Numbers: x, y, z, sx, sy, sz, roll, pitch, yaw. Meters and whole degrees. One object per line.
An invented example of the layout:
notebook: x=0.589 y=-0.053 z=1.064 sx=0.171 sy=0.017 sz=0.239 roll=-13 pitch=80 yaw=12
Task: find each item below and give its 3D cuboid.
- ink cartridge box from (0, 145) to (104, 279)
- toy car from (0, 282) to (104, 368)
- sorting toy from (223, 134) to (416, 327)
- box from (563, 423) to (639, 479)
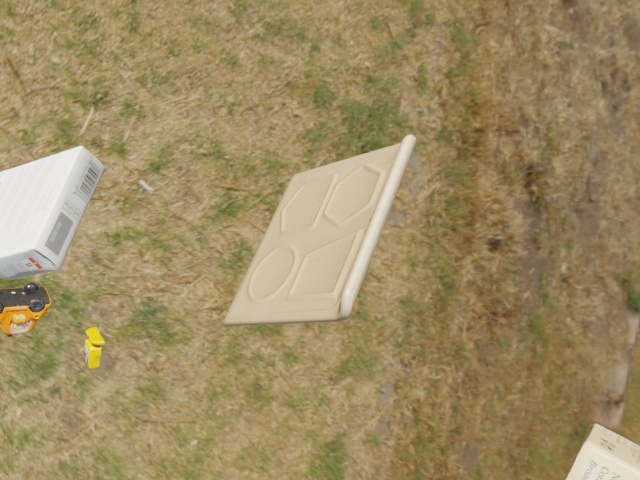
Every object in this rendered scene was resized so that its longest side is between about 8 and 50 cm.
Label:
ink cartridge box: x=-0.335 y=-0.020 z=0.743 sx=0.045 sy=0.179 sz=0.146 roll=50 pitch=37 yaw=-41
toy car: x=-0.230 y=0.075 z=0.548 sx=0.060 sy=0.122 sz=0.041 roll=-13 pitch=123 yaw=-48
sorting toy: x=0.000 y=0.000 z=0.666 sx=0.038 sy=0.208 sz=0.193 roll=37 pitch=61 yaw=-26
box: x=0.356 y=0.309 z=0.597 sx=0.121 sy=0.311 sz=0.148 roll=13 pitch=101 yaw=-63
